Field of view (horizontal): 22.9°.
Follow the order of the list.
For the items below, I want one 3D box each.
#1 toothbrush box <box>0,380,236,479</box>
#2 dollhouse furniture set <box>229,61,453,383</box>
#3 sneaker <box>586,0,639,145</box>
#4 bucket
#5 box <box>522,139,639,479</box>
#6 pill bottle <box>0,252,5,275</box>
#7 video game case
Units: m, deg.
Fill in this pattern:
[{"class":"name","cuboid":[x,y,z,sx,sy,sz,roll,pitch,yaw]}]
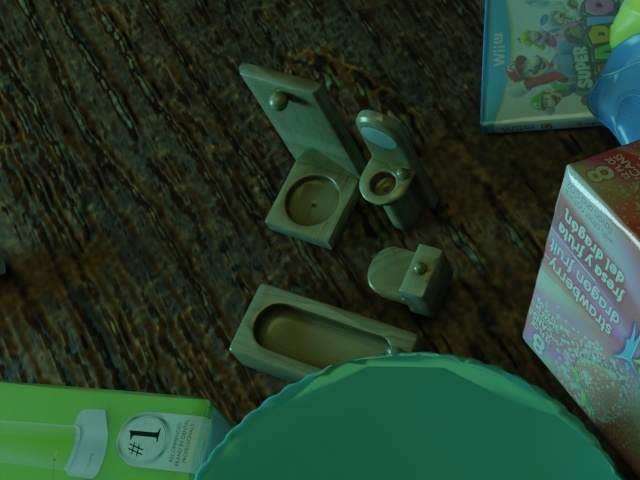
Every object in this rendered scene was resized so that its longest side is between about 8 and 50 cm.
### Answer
[{"class":"toothbrush box","cuboid":[-0.193,0.196,0.931,0.283,0.122,0.206,2,65,18]},{"class":"dollhouse furniture set","cuboid":[0.000,0.000,0.966,0.144,0.123,0.151,18,71,25]},{"class":"sneaker","cuboid":[0.264,-0.052,0.945,0.240,0.091,0.126,41,116,16]},{"class":"bucket","cuboid":[0.058,0.201,0.810,0.281,0.183,0.281,-7,62,14]},{"class":"box","cuboid":[0.253,0.082,0.790,0.154,0.142,0.300,-19,50,-24]},{"class":"pill bottle","cuboid":[-0.261,0.027,1.085,0.083,0.043,0.043,-25,59,4]},{"class":"video game case","cuboid":[0.189,-0.129,1.034,0.166,0.015,0.119,-3,63,17]}]
